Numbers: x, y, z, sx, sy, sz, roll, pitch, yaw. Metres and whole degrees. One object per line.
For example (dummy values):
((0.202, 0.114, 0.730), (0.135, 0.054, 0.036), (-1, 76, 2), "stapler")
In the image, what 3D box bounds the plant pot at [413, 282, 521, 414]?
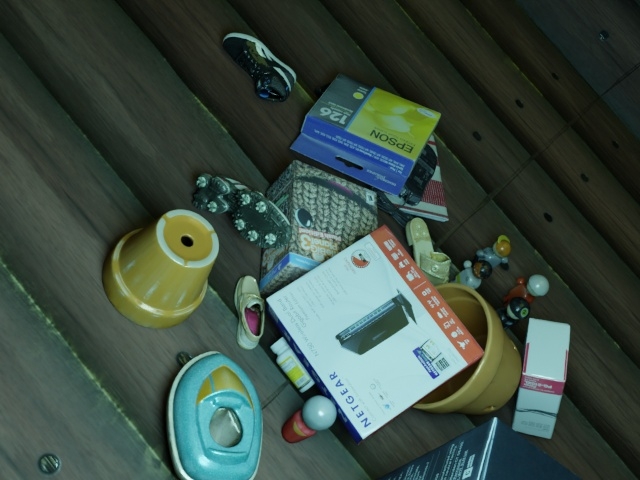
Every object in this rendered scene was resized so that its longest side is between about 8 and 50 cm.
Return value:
((0.312, 0.267, 1.835), (0.203, 0.291, 0.291), (34, 43, -37), "plant pot")

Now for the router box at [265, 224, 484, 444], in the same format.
((0.105, 0.184, 1.642), (0.301, 0.082, 0.335), (-32, 74, -16), "router box")

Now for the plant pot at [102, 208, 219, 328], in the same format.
((-0.295, 0.040, 1.591), (0.205, 0.188, 0.205), (19, 51, -25), "plant pot")

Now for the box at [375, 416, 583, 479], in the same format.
((0.304, 0.619, 1.421), (0.480, 0.472, 0.297), (37, 44, -9), "box")

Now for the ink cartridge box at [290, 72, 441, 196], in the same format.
((0.121, -0.284, 2.109), (0.304, 0.072, 0.307), (25, 45, 7), "ink cartridge box")

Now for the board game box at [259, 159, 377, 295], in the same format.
((0.000, 0.000, 1.868), (0.232, 0.141, 0.291), (19, 50, -24), "board game box")

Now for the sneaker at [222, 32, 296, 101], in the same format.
((-0.163, -0.437, 2.098), (0.217, 0.079, 0.121), (31, 45, -17), "sneaker")

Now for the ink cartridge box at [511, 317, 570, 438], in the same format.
((0.522, 0.330, 1.947), (0.100, 0.237, 0.172), (9, 46, 13), "ink cartridge box")

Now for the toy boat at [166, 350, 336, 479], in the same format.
((-0.131, 0.331, 1.536), (0.318, 0.148, 0.267), (10, 55, -30), "toy boat")

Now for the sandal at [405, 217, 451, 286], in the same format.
((0.286, 0.051, 2.050), (0.088, 0.079, 0.240), (-14, 82, -36), "sandal")

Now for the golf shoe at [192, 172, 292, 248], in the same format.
((-0.150, -0.076, 1.783), (0.273, 0.105, 0.120), (33, 26, 27), "golf shoe")

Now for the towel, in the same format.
((0.235, -0.217, 2.253), (0.237, 0.037, 0.329), (10, 61, -32), "towel")

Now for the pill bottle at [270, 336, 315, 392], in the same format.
((-0.051, 0.253, 1.707), (0.116, 0.065, 0.065), (51, 45, 4), "pill bottle")

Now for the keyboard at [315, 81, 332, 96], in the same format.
((0.056, -0.353, 2.242), (0.180, 0.023, 0.108), (48, 38, 3), "keyboard")

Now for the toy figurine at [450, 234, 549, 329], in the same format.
((0.466, 0.115, 2.121), (0.209, 0.148, 0.213), (52, 45, 6), "toy figurine")

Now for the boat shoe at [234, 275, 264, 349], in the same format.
((-0.142, 0.144, 1.721), (0.063, 0.059, 0.170), (13, 54, -29), "boat shoe")

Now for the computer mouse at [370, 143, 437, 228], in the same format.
((0.202, -0.165, 2.140), (0.184, 0.060, 0.262), (32, 63, -25), "computer mouse")
